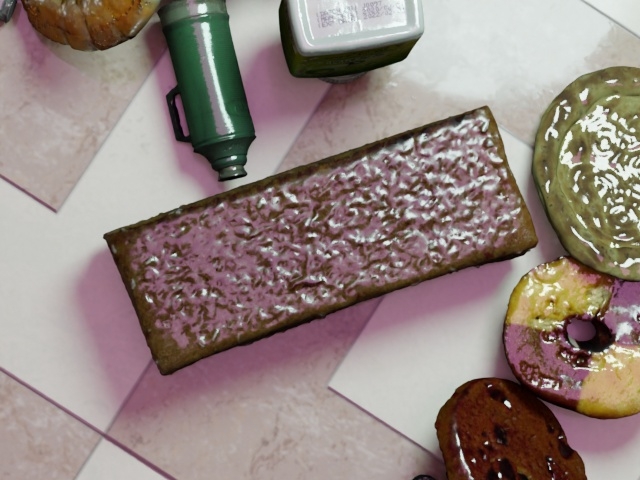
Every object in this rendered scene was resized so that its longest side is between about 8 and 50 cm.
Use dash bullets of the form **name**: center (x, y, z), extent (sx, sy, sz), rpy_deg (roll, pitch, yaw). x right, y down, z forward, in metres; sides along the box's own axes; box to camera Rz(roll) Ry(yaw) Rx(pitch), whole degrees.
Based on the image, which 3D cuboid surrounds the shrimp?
- **shrimp**: center (-0.240, -0.330, 1.720), extent (0.054, 0.222, 0.290), rpy_deg (1, 82, -48)

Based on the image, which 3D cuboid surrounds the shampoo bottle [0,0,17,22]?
- **shampoo bottle**: center (-0.396, -0.269, 1.762), extent (0.165, 0.040, 0.080), rpy_deg (20, 83, -3)

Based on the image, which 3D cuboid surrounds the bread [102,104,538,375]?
- **bread**: center (0.000, 0.000, 1.737), extent (0.416, 0.113, 0.165), rpy_deg (-18, 86, -5)

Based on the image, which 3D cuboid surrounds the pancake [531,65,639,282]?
- **pancake**: center (0.342, -0.070, 1.785), extent (0.250, 0.031, 0.250), rpy_deg (3, 66, -6)

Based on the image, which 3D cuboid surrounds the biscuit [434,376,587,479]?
- **biscuit**: center (0.193, 0.228, 1.721), extent (0.192, 0.049, 0.192), rpy_deg (24, 43, -25)

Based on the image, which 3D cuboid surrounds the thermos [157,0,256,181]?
- **thermos**: center (-0.117, -0.153, 1.758), extent (0.083, 0.073, 0.188), rpy_deg (-13, 87, -7)

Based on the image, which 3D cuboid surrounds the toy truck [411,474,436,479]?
- **toy truck**: center (0.094, 0.305, 1.742), extent (0.201, 0.074, 0.088), rpy_deg (-35, 97, -7)

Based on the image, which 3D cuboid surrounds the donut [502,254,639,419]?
- **donut**: center (0.276, 0.100, 1.769), extent (0.184, 0.073, 0.166), rpy_deg (7, 85, -3)

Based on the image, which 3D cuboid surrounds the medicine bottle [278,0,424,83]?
- **medicine bottle**: center (0.026, -0.217, 1.717), extent (0.132, 0.188, 0.088), rpy_deg (-11, 86, -5)
